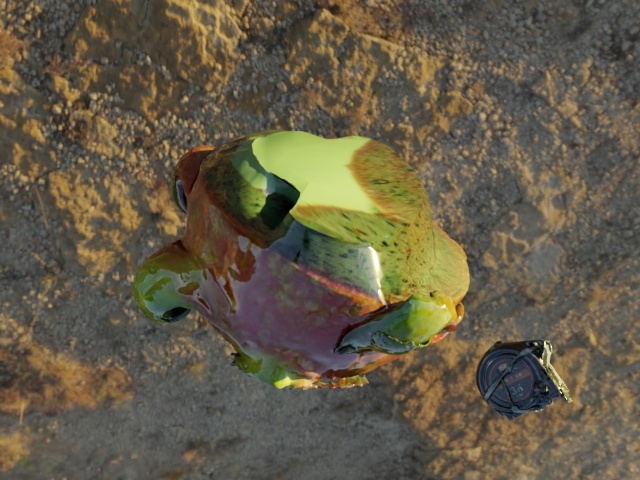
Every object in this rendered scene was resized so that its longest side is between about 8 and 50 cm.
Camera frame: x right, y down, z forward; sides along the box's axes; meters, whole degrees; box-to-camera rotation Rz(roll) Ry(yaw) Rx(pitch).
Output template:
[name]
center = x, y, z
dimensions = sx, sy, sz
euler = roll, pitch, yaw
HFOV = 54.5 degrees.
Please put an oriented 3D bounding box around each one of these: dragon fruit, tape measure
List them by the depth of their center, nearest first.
[dragon fruit]
center = 0.000, 0.000, 0.502
dimensions = 0.295, 0.268, 0.130
euler = -11, 137, -43
[tape measure]
center = 0.231, 0.158, 0.723
dimensions = 0.094, 0.091, 0.054
euler = -24, 159, 26
